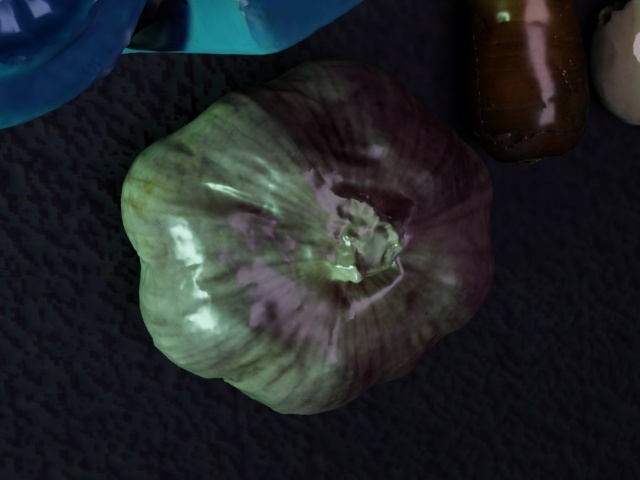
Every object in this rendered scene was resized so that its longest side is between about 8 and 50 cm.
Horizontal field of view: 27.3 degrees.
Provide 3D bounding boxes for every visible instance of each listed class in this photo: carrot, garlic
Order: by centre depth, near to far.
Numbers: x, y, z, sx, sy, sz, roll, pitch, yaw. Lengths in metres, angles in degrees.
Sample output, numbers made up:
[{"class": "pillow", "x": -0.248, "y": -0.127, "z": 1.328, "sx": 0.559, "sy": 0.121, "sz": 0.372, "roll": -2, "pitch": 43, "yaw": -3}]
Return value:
[{"class": "garlic", "x": 0.000, "y": 0.000, "z": 0.536, "sx": 0.159, "sy": 0.102, "sz": 0.147, "roll": 4, "pitch": 104, "yaw": -24}, {"class": "carrot", "x": 0.088, "y": -0.113, "z": 0.573, "sx": 0.055, "sy": 0.055, "sz": 0.162, "roll": -10, "pitch": 106, "yaw": -21}]

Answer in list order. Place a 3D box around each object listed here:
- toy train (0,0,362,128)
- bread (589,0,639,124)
[{"class": "toy train", "x": -0.102, "y": -0.191, "z": 0.386, "sx": 0.265, "sy": 0.188, "sz": 0.300, "roll": -37, "pitch": 117, "yaw": -27}, {"class": "bread", "x": 0.247, "y": -0.134, "z": 0.643, "sx": 0.181, "sy": 0.039, "sz": 0.251, "roll": 38, "pitch": 87, "yaw": -27}]
